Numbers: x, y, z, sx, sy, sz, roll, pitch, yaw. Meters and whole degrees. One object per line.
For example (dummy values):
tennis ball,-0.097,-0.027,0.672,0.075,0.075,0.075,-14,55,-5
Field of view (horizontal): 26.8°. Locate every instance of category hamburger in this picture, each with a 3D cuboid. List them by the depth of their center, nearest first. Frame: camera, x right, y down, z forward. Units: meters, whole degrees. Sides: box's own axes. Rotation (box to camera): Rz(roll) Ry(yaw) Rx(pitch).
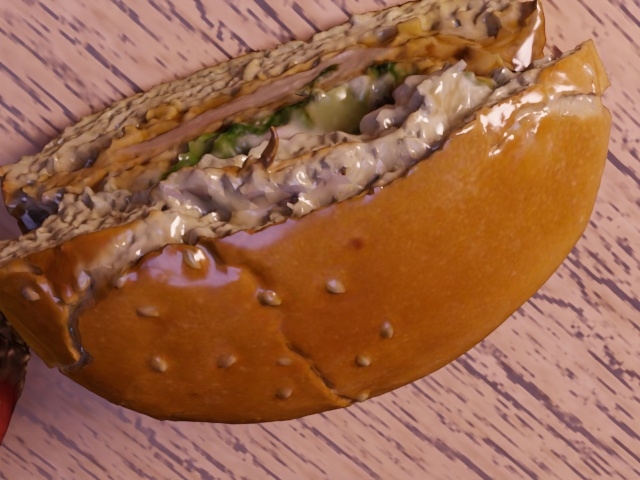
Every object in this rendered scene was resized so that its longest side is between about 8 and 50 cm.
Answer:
hamburger,0.000,0.000,0.607,0.283,0.144,0.157,-17,115,8

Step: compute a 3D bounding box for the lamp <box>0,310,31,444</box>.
lamp,-0.253,0.117,0.667,0.177,0.177,0.274,24,113,-10
